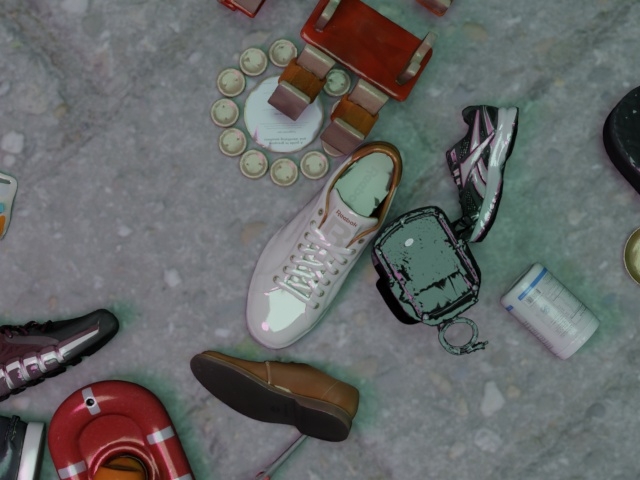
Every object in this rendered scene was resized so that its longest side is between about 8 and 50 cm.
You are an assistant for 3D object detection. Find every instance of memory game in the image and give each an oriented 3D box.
[{"bbox_3d":[-0.044,-0.157,1.977,0.186,0.012,0.186,0,87,-2],"label":"memory game"}]

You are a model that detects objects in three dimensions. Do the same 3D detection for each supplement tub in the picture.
[{"bbox_3d":[0.277,0.085,1.941,0.107,0.071,0.071,44,87,0],"label":"supplement tub"}]

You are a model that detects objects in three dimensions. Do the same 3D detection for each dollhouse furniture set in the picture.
[{"bbox_3d":[0.011,-0.267,1.928,0.259,0.135,0.262,33,74,-4],"label":"dollhouse furniture set"}]

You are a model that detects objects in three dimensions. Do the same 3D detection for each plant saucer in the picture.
[{"bbox_3d":[0.413,0.020,1.974,0.083,0.015,0.083,0,86,-1],"label":"plant saucer"}]

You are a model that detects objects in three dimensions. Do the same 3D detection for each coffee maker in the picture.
[{"bbox_3d":[0.123,0.054,1.886,0.120,0.178,0.171,-7,85,0],"label":"coffee maker"}]

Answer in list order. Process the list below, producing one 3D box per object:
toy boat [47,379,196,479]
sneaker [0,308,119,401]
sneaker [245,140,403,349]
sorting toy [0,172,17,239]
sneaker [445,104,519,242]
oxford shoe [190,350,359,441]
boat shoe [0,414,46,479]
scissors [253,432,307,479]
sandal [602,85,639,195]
[{"bbox_3d":[-0.232,0.278,1.883,0.151,0.151,0.231,-22,88,-2],"label":"toy boat"},{"bbox_3d":[-0.393,0.107,1.914,0.281,0.106,0.163,-27,85,-1],"label":"sneaker"},{"bbox_3d":[0.000,0.000,1.916,0.106,0.123,0.290,31,88,-1],"label":"sneaker"},{"bbox_3d":[-0.409,-0.054,1.957,0.083,0.045,0.075,27,68,0],"label":"sorting toy"},{"bbox_3d":[0.187,-0.083,1.958,0.077,0.072,0.178,13,79,12],"label":"sneaker"},{"bbox_3d":[-0.054,0.174,1.942,0.212,0.076,0.076,20,49,8],"label":"oxford shoe"},{"bbox_3d":[-0.396,0.357,1.902,0.091,0.114,0.303,10,75,-1],"label":"boat shoe"},{"bbox_3d":[-0.082,0.296,1.910,0.021,0.109,0.297,39,87,26],"label":"scissors"},{"bbox_3d":[0.507,0.003,1.939,0.167,0.107,0.446,-30,77,-13],"label":"sandal"}]
